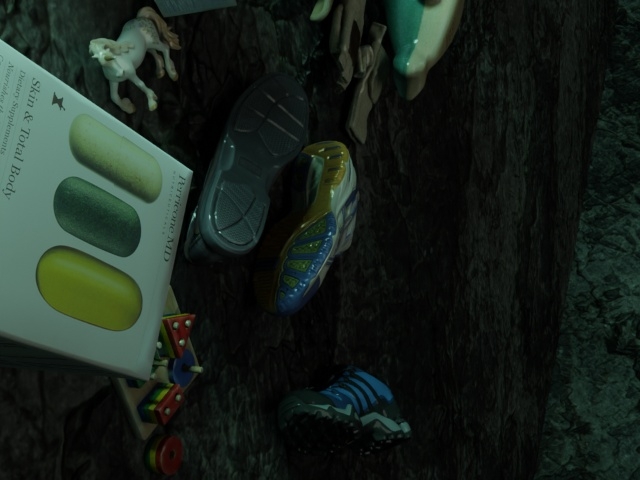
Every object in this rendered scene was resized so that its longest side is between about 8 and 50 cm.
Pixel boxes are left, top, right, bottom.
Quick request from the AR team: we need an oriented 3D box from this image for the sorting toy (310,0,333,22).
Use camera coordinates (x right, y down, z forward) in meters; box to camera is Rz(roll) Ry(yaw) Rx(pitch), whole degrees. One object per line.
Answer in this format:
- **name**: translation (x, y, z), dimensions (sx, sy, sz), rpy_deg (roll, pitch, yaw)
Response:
- **sorting toy**: translation (0.034, -0.410, 1.315), dimensions (0.307, 0.041, 0.229), rpy_deg (-82, -174, -68)

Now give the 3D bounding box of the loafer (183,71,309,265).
- **loafer**: translation (-0.103, -0.095, 1.244), dimensions (0.109, 0.095, 0.302), rpy_deg (37, 49, -22)

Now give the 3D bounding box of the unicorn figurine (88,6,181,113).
- **unicorn figurine**: translation (-0.205, -0.195, 1.057), dimensions (0.161, 0.060, 0.111), rpy_deg (-84, 157, -44)

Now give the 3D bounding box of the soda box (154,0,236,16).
- **soda box**: translation (-0.168, -0.357, 0.992), dimensions (0.286, 0.091, 0.098), rpy_deg (62, 23, -62)

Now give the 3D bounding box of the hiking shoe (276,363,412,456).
- **hiking shoe**: translation (0.022, 0.254, 1.499), dimensions (0.304, 0.113, 0.132), rpy_deg (26, 38, -54)

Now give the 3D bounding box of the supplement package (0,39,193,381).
- **supplement package**: translation (-0.269, -0.014, 0.780), dimensions (0.263, 0.198, 0.199), rpy_deg (36, 60, -58)

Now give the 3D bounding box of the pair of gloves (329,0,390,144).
- **pair of gloves**: translation (0.067, -0.290, 1.551), dimensions (0.240, 0.042, 0.204), rpy_deg (63, 37, -59)

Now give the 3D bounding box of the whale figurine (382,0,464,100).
- **whale figurine**: translation (0.158, -0.377, 1.651), dimensions (0.216, 0.141, 0.271), rpy_deg (77, 31, -69)

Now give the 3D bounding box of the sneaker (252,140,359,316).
- **sneaker**: translation (0.000, 0.000, 1.397), dimensions (0.131, 0.112, 0.296), rpy_deg (61, 41, -45)

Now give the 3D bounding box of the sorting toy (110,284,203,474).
- **sorting toy**: translation (-0.183, 0.133, 1.124), dimensions (0.132, 0.046, 0.274), rpy_deg (-52, 136, -49)
